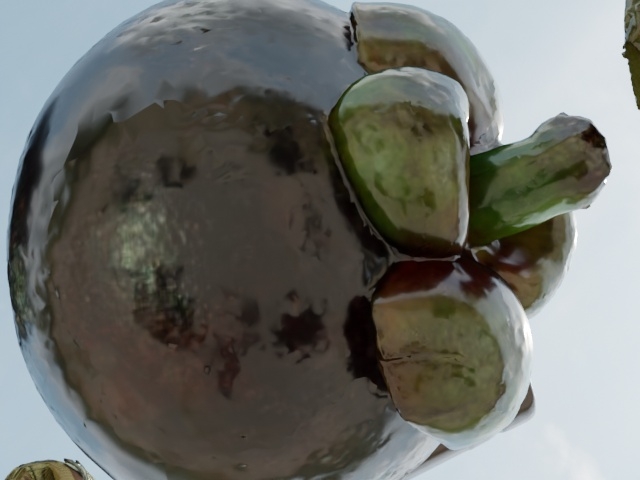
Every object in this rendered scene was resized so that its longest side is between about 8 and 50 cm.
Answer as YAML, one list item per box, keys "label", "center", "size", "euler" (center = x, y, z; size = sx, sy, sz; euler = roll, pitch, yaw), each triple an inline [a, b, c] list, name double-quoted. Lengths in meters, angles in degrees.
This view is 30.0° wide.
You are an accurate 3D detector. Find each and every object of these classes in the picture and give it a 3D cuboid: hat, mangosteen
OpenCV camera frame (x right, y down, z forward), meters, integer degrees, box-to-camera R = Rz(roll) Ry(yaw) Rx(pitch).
- label: "hat"
  center: [-0.194, 0.202, 0.879]
  size: [0.077, 0.059, 0.076]
  euler: [-5, -111, 23]
- label: "mangosteen"
  center: [-0.012, 0.005, 0.648]
  size: [0.300, 0.300, 0.300]
  euler: [2, -68, 4]

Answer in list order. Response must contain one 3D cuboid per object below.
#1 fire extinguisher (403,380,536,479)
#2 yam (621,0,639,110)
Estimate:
- label: "fire extinguisher"
  center: [-0.014, 0.159, 0.879]
  size: [0.337, 0.114, 0.135]
  euler: [-24, -44, -8]
- label: "yam"
  center: [0.182, -0.126, 0.550]
  size: [0.069, 0.070, 0.146]
  euler: [30, -76, -7]
